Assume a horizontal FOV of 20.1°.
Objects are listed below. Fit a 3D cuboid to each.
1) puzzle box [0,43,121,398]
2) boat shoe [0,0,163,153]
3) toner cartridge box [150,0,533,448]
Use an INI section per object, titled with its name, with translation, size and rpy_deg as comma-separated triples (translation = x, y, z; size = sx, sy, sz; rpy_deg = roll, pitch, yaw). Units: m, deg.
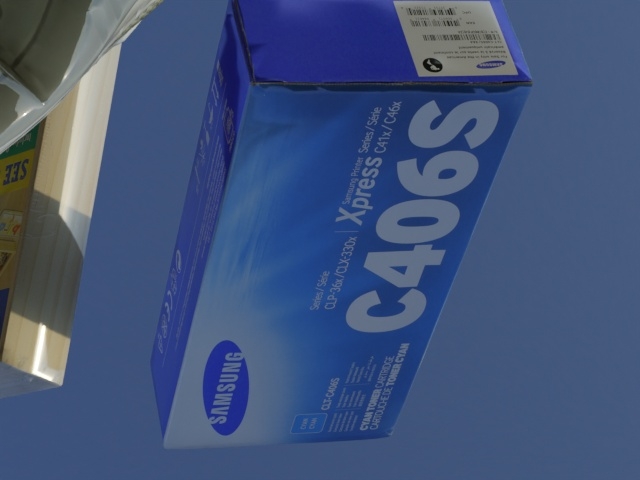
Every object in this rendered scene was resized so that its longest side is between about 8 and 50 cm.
[puzzle box]
translation = -0.304, -0.006, 1.240
size = 0.409, 0.052, 0.272
rpy_deg = -14, -120, 40
[boat shoe]
translation = -0.103, -0.067, 0.431
size = 0.118, 0.320, 0.103
rpy_deg = 48, -43, -2
[toner cartridge box]
translation = 0.000, 0.000, 1.117
size = 0.165, 0.348, 0.075
rpy_deg = -1, -130, -15
